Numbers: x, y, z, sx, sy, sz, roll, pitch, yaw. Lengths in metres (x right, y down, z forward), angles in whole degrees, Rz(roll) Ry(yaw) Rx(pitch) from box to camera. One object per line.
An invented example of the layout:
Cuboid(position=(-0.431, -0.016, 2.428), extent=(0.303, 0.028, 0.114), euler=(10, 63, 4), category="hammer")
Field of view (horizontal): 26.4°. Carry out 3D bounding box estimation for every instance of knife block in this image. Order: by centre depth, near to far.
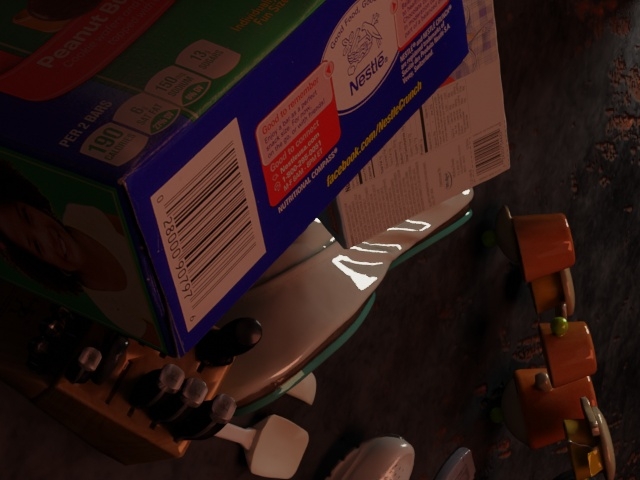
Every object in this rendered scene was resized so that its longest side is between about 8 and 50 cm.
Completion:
Cuboid(position=(-0.106, 0.095, 0.907), extent=(0.088, 0.242, 0.276), euler=(-61, 145, -18), category="knife block")

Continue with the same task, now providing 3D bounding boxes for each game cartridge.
Cuboid(position=(0.150, 0.280, 1.564), extent=(0.083, 0.017, 0.056), euler=(-49, 143, -33), category="game cartridge")

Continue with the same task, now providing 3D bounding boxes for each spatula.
Cuboid(position=(-0.060, 0.113, 1.185), extent=(0.242, 0.019, 0.168), euler=(31, 78, -56), category="spatula")

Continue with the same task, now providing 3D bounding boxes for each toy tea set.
Cuboid(position=(0.239, 0.118, 1.545), extent=(0.200, 0.124, 0.336), euler=(-76, 153, -78), category="toy tea set")

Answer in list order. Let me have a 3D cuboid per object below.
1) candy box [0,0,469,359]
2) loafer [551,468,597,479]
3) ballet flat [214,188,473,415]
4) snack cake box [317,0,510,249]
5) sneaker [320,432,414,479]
Cuboid(position=(-0.125, -0.110, 0.719), extent=(0.268, 0.317, 0.122), euler=(-48, 143, -35), category="candy box")
Cuboid(position=(0.258, 0.343, 1.642), extent=(0.223, 0.076, 0.078), euler=(-56, -177, 33), category="loafer")
Cuboid(position=(0.000, 0.000, 1.135), extent=(0.400, 0.139, 0.139), euler=(-39, 134, -51), category="ballet flat")
Cuboid(position=(0.041, -0.140, 0.973), extent=(0.152, 0.089, 0.264), euler=(-25, 133, -15), category="snack cake box")
Cuboid(position=(0.038, 0.334, 1.323), extent=(0.111, 0.129, 0.297), euler=(34, 74, -53), category="sneaker")
